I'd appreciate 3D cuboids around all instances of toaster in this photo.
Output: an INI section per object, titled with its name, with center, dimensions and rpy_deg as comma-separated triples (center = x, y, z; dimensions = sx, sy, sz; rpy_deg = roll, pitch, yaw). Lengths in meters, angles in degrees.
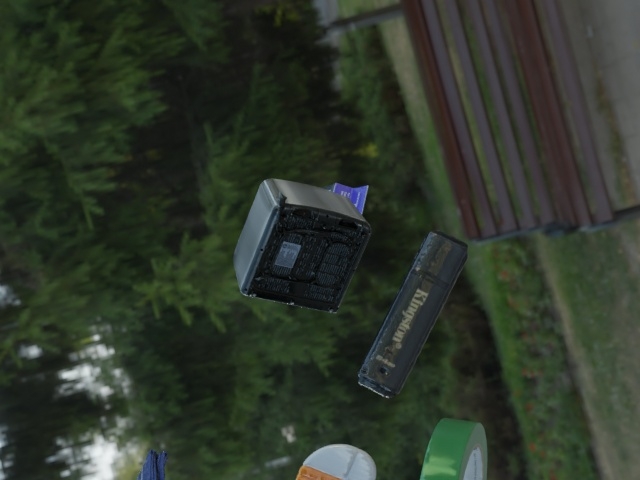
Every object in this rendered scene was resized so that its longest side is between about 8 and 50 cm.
[toaster]
center = -0.029, 0.002, 1.717
dimensions = 0.186, 0.168, 0.110
rpy_deg = -68, 26, 22

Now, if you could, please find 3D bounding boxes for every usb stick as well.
[usb stick]
center = 0.147, 0.115, 1.795
dimensions = 0.278, 0.077, 0.045
rpy_deg = -62, 0, -7

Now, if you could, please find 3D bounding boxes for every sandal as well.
[sandal]
center = 0.007, 0.372, 1.633
dimensions = 0.076, 0.102, 0.265
rpy_deg = -52, -11, -55

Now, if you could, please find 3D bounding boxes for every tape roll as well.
[tape roll]
center = 0.266, 0.522, 2.274
dimensions = 0.321, 0.077, 0.321
rpy_deg = 6, -90, -71

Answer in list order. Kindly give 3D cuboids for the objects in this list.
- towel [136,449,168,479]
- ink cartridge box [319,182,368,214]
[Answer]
[towel]
center = -0.354, 0.555, 2.034
dimensions = 0.336, 0.040, 0.243
rpy_deg = -65, 10, 3
[ink cartridge box]
center = 0.000, 0.000, 2.107
dimensions = 0.208, 0.045, 0.206
rpy_deg = -13, 62, 58
